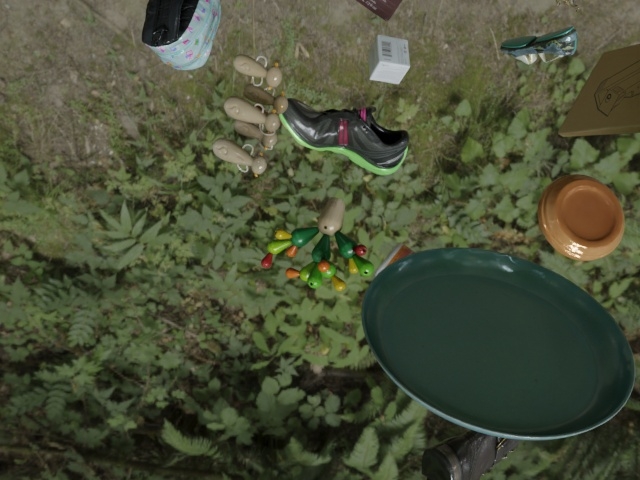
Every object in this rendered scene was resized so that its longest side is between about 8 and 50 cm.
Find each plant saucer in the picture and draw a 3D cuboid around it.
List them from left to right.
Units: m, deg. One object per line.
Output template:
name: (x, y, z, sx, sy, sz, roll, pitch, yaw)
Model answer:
plant saucer: (0.210, 0.116, 0.588, 0.318, 0.317, 0.043, -1, 125, -3)
plant saucer: (0.584, -0.055, 1.029, 0.200, 0.199, 0.037, 1, 168, -5)

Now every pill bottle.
pill bottle: (0.264, 0.114, 1.261, 0.216, 0.121, 0.121, 38, 137, 10)

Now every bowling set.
bowling set: (-0.146, -0.330, 1.215, 0.154, 0.200, 0.287, 25, 115, 12)

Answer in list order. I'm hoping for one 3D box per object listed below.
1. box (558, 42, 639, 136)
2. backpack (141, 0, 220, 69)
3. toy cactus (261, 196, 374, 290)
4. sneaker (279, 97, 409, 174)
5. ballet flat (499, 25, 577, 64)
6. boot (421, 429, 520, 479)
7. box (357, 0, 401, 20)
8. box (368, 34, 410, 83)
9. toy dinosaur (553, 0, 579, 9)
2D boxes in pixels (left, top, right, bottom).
box: (0.490, -0.240, 0.729, 0.021, 0.201, 0.164, 30, 91, -18)
backpack: (-0.269, -0.432, 0.909, 0.152, 0.181, 0.115, 4, 166, 26)
toy cactus: (0.000, 0.000, 0.884, 0.219, 0.180, 0.112, 7, 160, 30)
sneaker: (0.086, -0.394, 1.588, 0.483, 0.185, 0.202, 16, 133, -18)
ballet flat: (0.493, -0.434, 1.060, 0.070, 0.188, 0.070, -7, 107, -25)
boot: (0.285, 0.419, 0.850, 0.229, 0.091, 0.262, -16, 122, -32)
box: (0.221, -0.869, 1.496, 0.169, 0.167, 0.203, 30, 152, -10)
box: (0.204, -0.541, 1.395, 0.102, 0.101, 0.087, 4, 161, -15)
toy dinosaur: (0.831, -0.813, 1.562, 0.093, 0.183, 0.053, 27, 126, 11)
